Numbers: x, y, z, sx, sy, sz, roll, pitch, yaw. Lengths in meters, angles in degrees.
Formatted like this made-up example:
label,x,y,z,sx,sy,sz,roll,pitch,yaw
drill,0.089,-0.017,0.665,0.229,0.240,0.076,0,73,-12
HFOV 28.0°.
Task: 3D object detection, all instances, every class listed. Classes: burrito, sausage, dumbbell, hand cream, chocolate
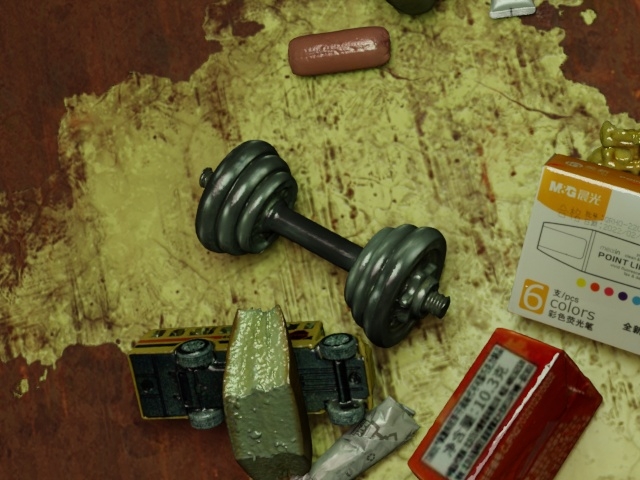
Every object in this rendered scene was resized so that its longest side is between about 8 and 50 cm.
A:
label,x,y,z,sx,sy,sz,roll,pitch,yaw
burrito,0.043,0.290,1.746,0.203,0.064,0.064,-38,70,3
sausage,0.029,-0.279,1.889,0.154,0.062,0.062,-6,75,14
dumbbell,0.000,0.000,1.767,0.406,0.179,0.179,29,85,21
hand cream,0.273,-0.418,1.871,0.067,0.042,0.194,-4,80,7
chocolate,0.235,0.242,1.617,0.108,0.235,0.237,34,87,31

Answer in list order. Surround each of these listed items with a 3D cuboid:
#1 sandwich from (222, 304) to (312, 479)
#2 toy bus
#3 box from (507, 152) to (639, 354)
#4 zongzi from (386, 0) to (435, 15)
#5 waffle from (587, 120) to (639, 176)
label,x,y,z,sx,sy,sz,roll,pitch,yaw
sandwich,-0.069,0.216,1.663,0.094,0.096,0.258,-7,110,8
toy bus,-0.090,0.179,1.768,0.335,0.123,0.121,-4,111,14
box,0.395,0.027,1.653,0.274,0.091,0.221,16,112,20
zongzi,0.120,-0.569,1.875,0.356,0.174,0.393,-48,58,8
waffle,0.481,-0.101,1.642,0.249,0.056,0.253,33,131,6
